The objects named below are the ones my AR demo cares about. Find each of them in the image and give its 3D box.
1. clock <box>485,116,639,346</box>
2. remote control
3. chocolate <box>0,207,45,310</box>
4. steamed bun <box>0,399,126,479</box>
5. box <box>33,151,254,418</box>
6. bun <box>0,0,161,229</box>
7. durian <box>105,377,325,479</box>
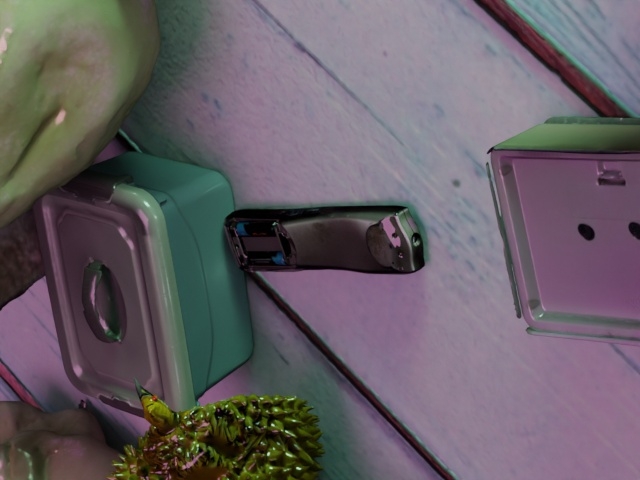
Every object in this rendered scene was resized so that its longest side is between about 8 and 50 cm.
[{"bbox_3d":[0.216,-0.005,1.321,0.192,0.071,0.147,3,114,45],"label":"clock"},{"bbox_3d":[0.000,0.000,1.581,0.212,0.028,0.059,-1,110,46],"label":"remote control"},{"bbox_3d":[-0.344,-0.008,1.716,0.185,0.303,0.100,30,138,28],"label":"chocolate"},{"bbox_3d":[-0.302,0.309,1.939,0.275,0.206,0.320,56,143,3],"label":"steamed bun"},{"bbox_3d":[-0.155,0.035,1.685,0.162,0.130,0.227,14,122,40],"label":"box"},{"bbox_3d":[-0.287,-0.167,1.616,0.361,0.213,0.361,-9,76,37],"label":"bun"},{"bbox_3d":[-0.086,0.217,1.628,0.193,0.237,0.138,-23,52,16],"label":"durian"}]
